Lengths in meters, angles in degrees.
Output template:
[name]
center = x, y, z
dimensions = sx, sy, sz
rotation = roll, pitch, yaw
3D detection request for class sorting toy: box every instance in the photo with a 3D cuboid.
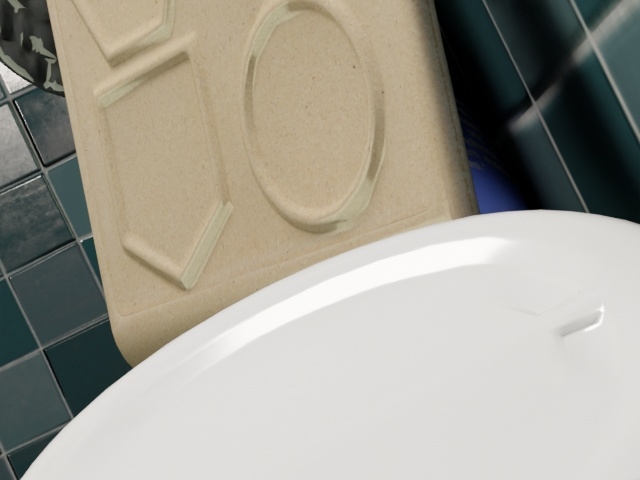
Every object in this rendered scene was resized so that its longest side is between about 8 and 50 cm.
[sorting toy]
center = -0.025, -0.067, 0.571
dimensions = 0.193, 0.038, 0.208
rotation = -19, 85, 54

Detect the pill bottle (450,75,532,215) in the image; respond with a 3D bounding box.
[pill bottle]
center = 0.000, 0.000, 0.718
dimensions = 0.152, 0.152, 0.272
rotation = 66, 179, -52

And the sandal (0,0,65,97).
[sandal]
center = -0.109, -0.264, 0.727
dimensions = 0.107, 0.167, 0.445
rotation = 8, -120, -61

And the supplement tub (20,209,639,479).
[supplement tub]
center = 0.064, 0.168, 0.460
dimensions = 0.193, 0.194, 0.316
rotation = -118, 3, -66
